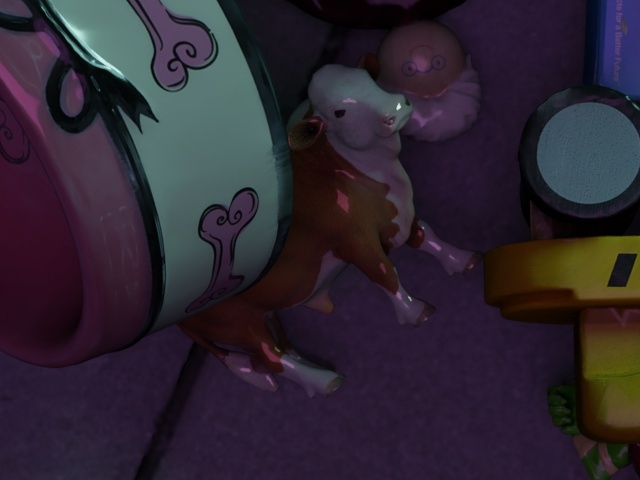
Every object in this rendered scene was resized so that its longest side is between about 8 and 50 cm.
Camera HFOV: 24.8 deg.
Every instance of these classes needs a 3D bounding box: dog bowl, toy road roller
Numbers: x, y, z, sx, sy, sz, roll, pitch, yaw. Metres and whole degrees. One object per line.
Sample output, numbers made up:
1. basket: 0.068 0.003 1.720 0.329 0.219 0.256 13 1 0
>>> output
1. dog bowl: -0.216 -0.090 0.998 0.150 0.408 0.408 -40 96 -32
2. toy road roller: 0.283 0.025 1.045 0.329 0.202 0.241 -1 82 8

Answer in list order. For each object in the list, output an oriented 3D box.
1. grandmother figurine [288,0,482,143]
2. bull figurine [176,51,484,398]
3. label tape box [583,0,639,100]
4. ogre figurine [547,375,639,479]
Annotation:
1. grandmother figurine: 0.046 -0.239 1.103 0.207 0.104 0.342 -13 96 16
2. bull figurine: 0.000 0.000 1.110 0.188 0.101 0.310 47 128 -4
3. label tape box: 0.368 -0.223 1.071 0.333 0.106 0.241 2 99 5
4. ogre figurine: 0.278 0.176 1.155 0.118 0.097 0.197 -31 84 21
